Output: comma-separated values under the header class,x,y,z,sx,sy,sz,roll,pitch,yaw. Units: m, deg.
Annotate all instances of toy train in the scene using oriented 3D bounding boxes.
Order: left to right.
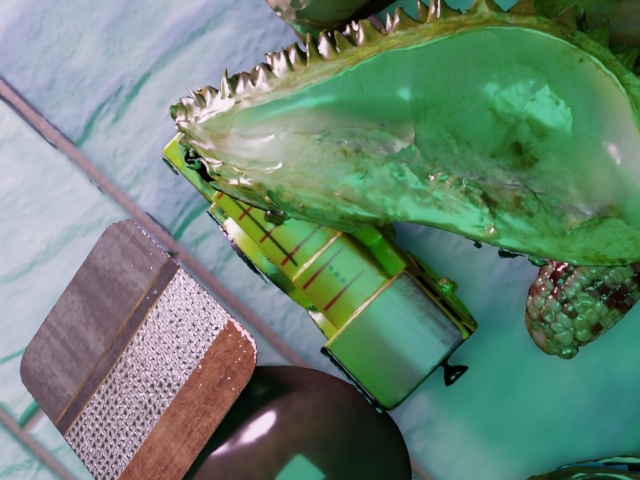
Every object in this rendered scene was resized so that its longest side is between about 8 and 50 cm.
class,x,y,z,sx,sy,sz,roll,pitch,yaw
toy train,0.000,0.000,1.307,0.100,0.160,0.296,-45,83,9

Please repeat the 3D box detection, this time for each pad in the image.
class,x,y,z,sx,sy,sz,roll,pitch,yaw
pad,-0.208,0.148,1.310,0.323,0.055,0.250,-42,42,-8

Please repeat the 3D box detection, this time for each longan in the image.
class,x,y,z,sx,sy,sz,roll,pitch,yaw
longan,-0.025,0.187,1.294,0.212,0.198,0.198,-19,87,33

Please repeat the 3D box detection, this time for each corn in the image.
class,x,y,z,sx,sy,sz,roll,pitch,yaw
corn,0.245,-0.016,1.308,0.086,0.086,0.253,42,97,6

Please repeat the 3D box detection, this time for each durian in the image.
class,x,y,z,sx,sy,sz,roll,pitch,yaw
durian,0.087,-0.067,1.231,0.394,0.163,0.198,6,71,-1

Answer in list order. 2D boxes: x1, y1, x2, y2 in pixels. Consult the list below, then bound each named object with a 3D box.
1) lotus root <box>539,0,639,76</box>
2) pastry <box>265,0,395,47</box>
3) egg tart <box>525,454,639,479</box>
class,x,y,z,sx,sy,sz,roll,pitch,yaw
lotus root,0.234,-0.205,1.254,0.180,0.199,0.188,-12,81,7
pastry,0.042,-0.232,1.294,0.192,0.182,0.093,-37,88,18
egg tart,0.222,0.305,1.297,0.291,0.107,0.291,0,90,8
